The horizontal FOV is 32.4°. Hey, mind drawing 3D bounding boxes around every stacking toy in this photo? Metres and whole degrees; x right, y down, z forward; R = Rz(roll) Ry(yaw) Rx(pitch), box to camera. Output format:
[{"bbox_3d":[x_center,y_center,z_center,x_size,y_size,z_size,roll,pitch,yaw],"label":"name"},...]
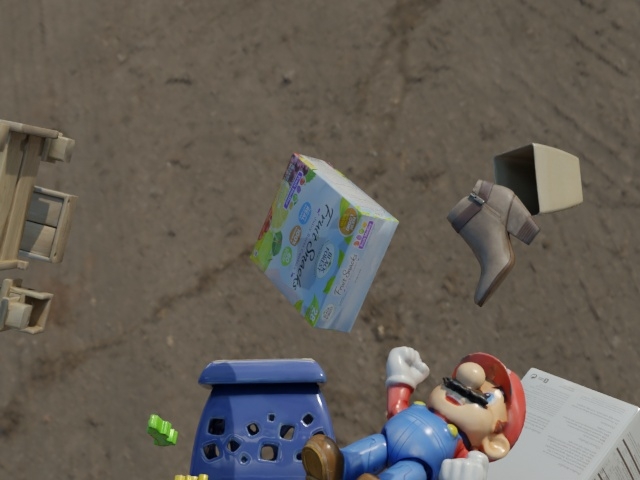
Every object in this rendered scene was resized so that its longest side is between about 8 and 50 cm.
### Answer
[{"bbox_3d":[-0.192,0.336,1.342,0.052,0.221,0.167,-3,54,13],"label":"stacking toy"}]

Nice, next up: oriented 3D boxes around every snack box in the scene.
[{"bbox_3d":[0.000,0.000,1.522,0.207,0.070,0.174,42,115,49],"label":"snack box"}]

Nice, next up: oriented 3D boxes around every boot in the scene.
[{"bbox_3d":[0.169,-0.002,1.152,0.087,0.042,0.118,37,85,14],"label":"boot"}]

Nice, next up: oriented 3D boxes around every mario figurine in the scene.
[{"bbox_3d":[0.132,0.215,1.339,0.321,0.198,0.170,-22,-15,-40],"label":"mario figurine"}]

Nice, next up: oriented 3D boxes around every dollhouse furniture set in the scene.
[{"bbox_3d":[-0.475,-0.020,1.469,0.174,0.355,0.303,14,92,6],"label":"dollhouse furniture set"}]

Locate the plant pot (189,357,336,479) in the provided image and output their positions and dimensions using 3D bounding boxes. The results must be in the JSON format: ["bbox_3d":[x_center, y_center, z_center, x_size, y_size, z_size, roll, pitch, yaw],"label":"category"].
[{"bbox_3d":[-0.089,0.302,1.788,0.236,0.236,0.212,-2,80,-2],"label":"plant pot"}]

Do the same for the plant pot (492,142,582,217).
[{"bbox_3d":[0.337,-0.086,1.682,0.109,0.096,0.109,164,102,-64],"label":"plant pot"}]

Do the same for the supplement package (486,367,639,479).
[{"bbox_3d":[0.339,0.366,1.602,0.262,0.198,0.199,-47,36,-20],"label":"supplement package"}]
